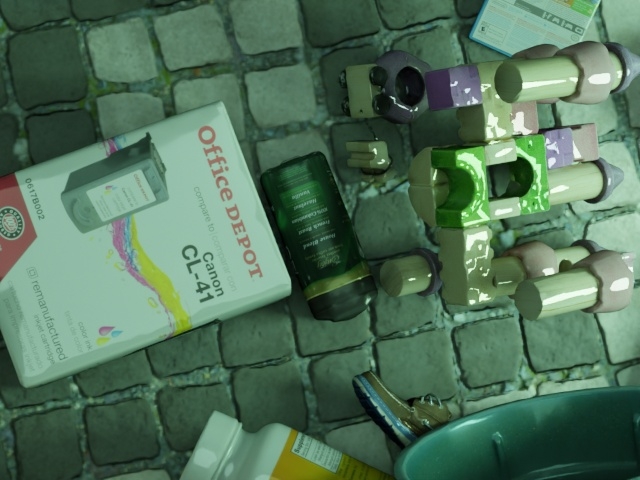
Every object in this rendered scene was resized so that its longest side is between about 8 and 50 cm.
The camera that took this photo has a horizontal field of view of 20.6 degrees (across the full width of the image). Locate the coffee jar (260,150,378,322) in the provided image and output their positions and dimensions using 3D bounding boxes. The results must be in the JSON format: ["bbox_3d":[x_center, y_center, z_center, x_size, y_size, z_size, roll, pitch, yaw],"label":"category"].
[{"bbox_3d":[0.000,0.000,1.919,0.079,0.096,0.184,-22,86,-1],"label":"coffee jar"}]

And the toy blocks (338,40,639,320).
[{"bbox_3d":[0.224,-0.075,1.902,0.260,0.309,0.288,-11,99,-36],"label":"toy blocks"}]

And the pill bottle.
[{"bbox_3d":[-0.026,0.278,1.875,0.246,0.136,0.136,26,85,0],"label":"pill bottle"}]

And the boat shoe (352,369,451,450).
[{"bbox_3d":[0.111,0.203,1.929,0.066,0.066,0.183,-44,98,-10],"label":"boat shoe"}]

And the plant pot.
[{"bbox_3d":[0.272,0.357,1.790,0.341,0.341,0.334,-12,101,-3],"label":"plant pot"}]

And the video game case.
[{"bbox_3d":[0.254,-0.280,1.982,0.119,0.015,0.166,25,94,0],"label":"video game case"}]

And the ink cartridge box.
[{"bbox_3d":[-0.209,0.006,1.894,0.306,0.131,0.226,-21,86,-3],"label":"ink cartridge box"}]
